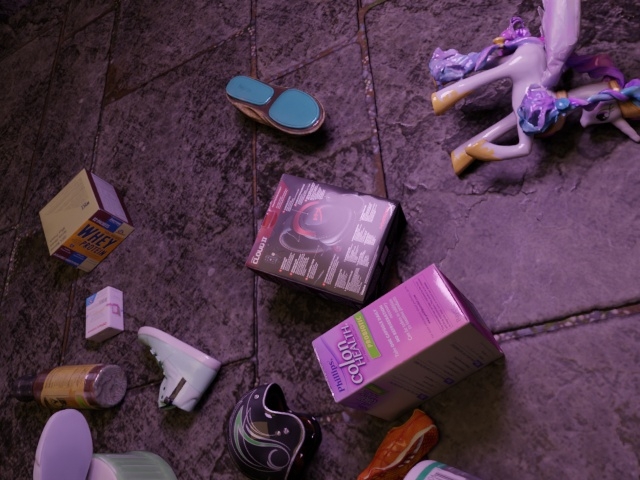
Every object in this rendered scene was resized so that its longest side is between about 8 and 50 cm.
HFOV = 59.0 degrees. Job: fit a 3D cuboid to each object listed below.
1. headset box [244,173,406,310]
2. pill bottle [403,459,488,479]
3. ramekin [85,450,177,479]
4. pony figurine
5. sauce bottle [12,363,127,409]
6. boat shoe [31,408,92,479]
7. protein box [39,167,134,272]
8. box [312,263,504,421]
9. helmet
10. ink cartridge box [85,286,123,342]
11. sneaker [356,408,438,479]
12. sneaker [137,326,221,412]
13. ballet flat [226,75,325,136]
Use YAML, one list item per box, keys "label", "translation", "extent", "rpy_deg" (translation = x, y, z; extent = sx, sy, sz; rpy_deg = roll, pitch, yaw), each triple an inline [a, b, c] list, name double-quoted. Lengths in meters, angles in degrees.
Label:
- label: "headset box"
  translation: [0.000, 0.000, 1.164]
  extent: [0.293, 0.110, 0.218]
  rpy_deg: [15, 75, 21]
- label: "pill bottle"
  translation: [0.277, 0.449, 0.746]
  extent: [0.361, 0.204, 0.204]
  rpy_deg: [9, 72, 35]
- label: "ramekin"
  translation: [-0.449, 0.590, 1.172]
  extent: [0.304, 0.148, 0.303]
  rpy_deg: [-14, 60, 26]
- label: "pony figurine"
  translation: [0.392, -0.314, 1.046]
  extent: [0.364, 0.303, 0.350]
  rpy_deg: [-13, 93, 23]
- label: "sauce bottle"
  translation: [-0.644, 0.372, 1.433]
  extent: [0.345, 0.111, 0.111]
  rpy_deg: [-10, 62, 30]
- label: "boat shoe"
  translation: [-0.521, 0.490, 1.103]
  extent: [0.105, 0.113, 0.306]
  rpy_deg: [-15, 75, 33]
- label: "protein box"
  translation: [-0.684, -0.058, 1.652]
  extent: [0.200, 0.136, 0.201]
  rpy_deg: [-42, 51, 7]
- label: "box"
  translation: [0.152, 0.182, 0.953]
  extent: [0.243, 0.213, 0.117]
  rpy_deg: [-36, 53, 13]
- label: "helmet"
  translation: [-0.095, 0.360, 1.055]
  extent: [0.162, 0.169, 0.169]
  rpy_deg: [24, 81, 21]
- label: "ink cartridge box"
  translation: [-0.577, 0.199, 1.510]
  extent: [0.089, 0.052, 0.122]
  rpy_deg: [-27, 54, 19]
- label: "sneaker"
  translation: [0.130, 0.369, 0.983]
  extent: [0.175, 0.064, 0.067]
  rpy_deg: [-42, 32, 1]
- label: "sneaker"
  translation: [-0.360, 0.296, 1.292]
  extent: [0.256, 0.094, 0.151]
  rpy_deg: [17, 71, 35]
- label: "ballet flat"
  translation: [-0.100, -0.328, 1.433]
  extent: [0.349, 0.123, 0.123]
  rpy_deg: [30, 85, 35]
